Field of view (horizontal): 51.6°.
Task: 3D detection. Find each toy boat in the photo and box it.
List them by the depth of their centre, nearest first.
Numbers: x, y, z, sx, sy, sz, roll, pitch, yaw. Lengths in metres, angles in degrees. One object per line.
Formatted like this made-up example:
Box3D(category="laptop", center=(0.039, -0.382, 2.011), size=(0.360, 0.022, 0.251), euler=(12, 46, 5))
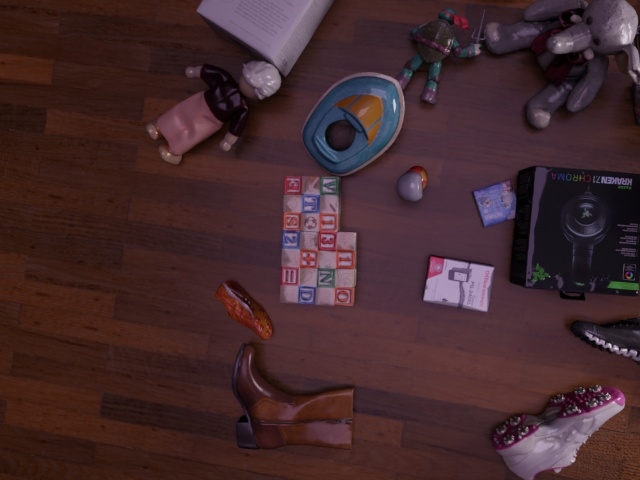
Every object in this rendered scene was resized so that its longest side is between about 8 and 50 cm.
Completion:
Box3D(category="toy boat", center=(0.121, -0.219, 1.493), size=(0.318, 0.148, 0.267), euler=(43, 115, -2))

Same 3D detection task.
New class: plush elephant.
Box3D(category="plush elephant", center=(0.555, -0.423, 1.407), size=(0.330, 0.255, 0.272), euler=(-21, 87, 6))

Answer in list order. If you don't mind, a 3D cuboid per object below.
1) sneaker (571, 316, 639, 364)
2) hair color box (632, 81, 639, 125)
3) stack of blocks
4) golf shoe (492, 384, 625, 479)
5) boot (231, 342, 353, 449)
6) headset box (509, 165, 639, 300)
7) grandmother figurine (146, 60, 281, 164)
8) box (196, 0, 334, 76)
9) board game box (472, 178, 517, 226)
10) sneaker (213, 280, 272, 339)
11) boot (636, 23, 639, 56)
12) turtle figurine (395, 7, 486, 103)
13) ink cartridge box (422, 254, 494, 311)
Box3D(category="sneaker", center=(0.682, 0.210, 1.485), size=(0.234, 0.078, 0.106), euler=(22, 87, 5))
Box3D(category="hair color box", center=(0.874, -0.317, 1.405), size=(0.347, 0.174, 0.105), euler=(-10, 105, 7))
Box3D(category="stack of blocks", center=(0.000, 0.000, 1.555), size=(0.171, 0.087, 0.297), euler=(2, 90, 7))
Box3D(category="golf shoe", center=(0.547, 0.433, 1.491), size=(0.306, 0.115, 0.140), euler=(-28, 97, 12))
Box3D(category="boot", center=(-0.062, 0.368, 1.559), size=(0.280, 0.096, 0.264), euler=(-3, 89, 6))
Box3D(category="headset box", center=(0.561, -0.011, 1.460), size=(0.246, 0.131, 0.283), euler=(5, 91, 2))
Box3D(category="grandmother figurine", center=(-0.244, -0.315, 1.540), size=(0.342, 0.104, 0.208), euler=(-24, 107, 21))
Box3D(category="box", center=(-0.088, -0.594, 1.527), size=(0.215, 0.168, 0.345), euler=(34, 94, 6))
Box3D(category="board game box", center=(0.410, -0.086, 1.542), size=(0.090, 0.020, 0.090), euler=(-19, 89, 6))
Box3D(category="sneaker", center=(-0.184, 0.175, 1.599), size=(0.175, 0.064, 0.067), euler=(47, 115, 10))
Box3D(category="boot", center=(0.754, -0.494, 1.408), size=(0.090, 0.207, 0.248), euler=(4, 90, 7))
Box3D(category="turtle figurine", center=(0.262, -0.442, 1.510), size=(0.175, 0.118, 0.234), euler=(35, 109, 25))
Box3D(category="ink cartridge box", center=(0.318, 0.098, 1.530), size=(0.150, 0.063, 0.109), euler=(9, 91, 7))
